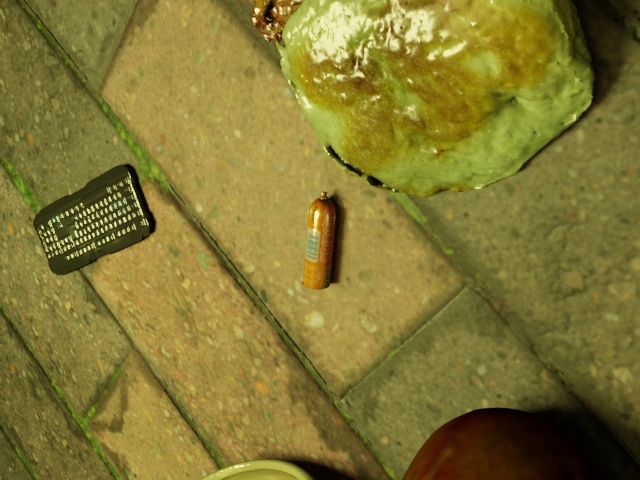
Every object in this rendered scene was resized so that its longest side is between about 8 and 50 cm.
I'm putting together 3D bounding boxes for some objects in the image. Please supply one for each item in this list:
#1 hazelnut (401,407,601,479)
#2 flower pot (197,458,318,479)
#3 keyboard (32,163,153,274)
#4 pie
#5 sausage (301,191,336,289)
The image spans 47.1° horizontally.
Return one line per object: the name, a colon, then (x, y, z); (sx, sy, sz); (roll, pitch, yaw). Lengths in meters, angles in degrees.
hazelnut: (0.147, 0.261, 0.632); (0.229, 0.229, 0.230); (14, 114, 34)
flower pot: (-0.076, 0.432, 0.826); (0.307, 0.307, 0.244); (-11, 112, 40)
keyboard: (-0.324, -0.021, 1.025); (0.262, 0.016, 0.106); (-19, 94, 41)
pie: (0.080, -0.154, 0.621); (0.274, 0.105, 0.257); (-8, 115, 42)
sausage: (0.000, 0.000, 0.771); (0.031, 0.031, 0.107); (21, 118, 31)
